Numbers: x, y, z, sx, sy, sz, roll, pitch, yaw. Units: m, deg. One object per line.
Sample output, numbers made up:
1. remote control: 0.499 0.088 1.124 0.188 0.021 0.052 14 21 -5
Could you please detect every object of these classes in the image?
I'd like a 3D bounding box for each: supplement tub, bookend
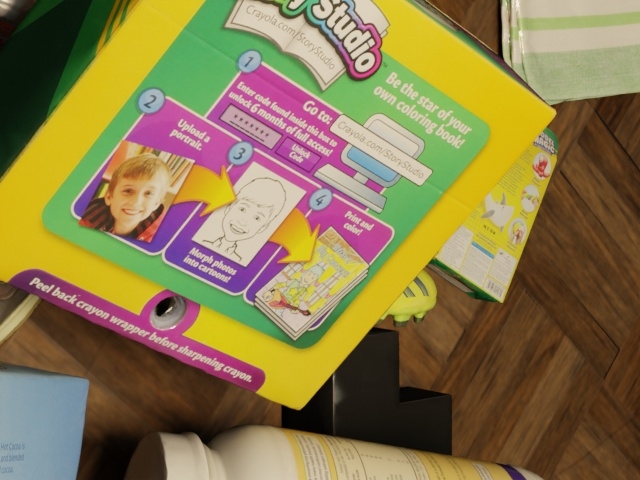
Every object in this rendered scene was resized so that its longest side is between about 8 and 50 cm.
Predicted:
1. supplement tub: 0.011 0.275 1.349 0.331 0.241 0.241 12 86 -17
2. bookend: 0.047 0.140 1.529 0.156 0.072 0.157 -6 97 -39

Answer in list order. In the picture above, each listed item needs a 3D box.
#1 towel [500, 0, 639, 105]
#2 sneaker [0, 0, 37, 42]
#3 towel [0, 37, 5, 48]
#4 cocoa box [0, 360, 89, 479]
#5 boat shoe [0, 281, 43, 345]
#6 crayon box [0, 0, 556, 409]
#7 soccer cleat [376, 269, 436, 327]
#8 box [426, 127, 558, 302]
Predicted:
1. towel: 0.263 -0.301 1.704 0.247 0.038 0.325 -11 101 -40
2. sneaker: -0.136 -0.205 1.280 0.321 0.124 0.180 25 78 -46
3. towel: -0.259 -0.159 1.274 0.144 0.029 0.197 -11 101 -39
4. cocoa box: -0.318 0.171 1.026 0.347 0.231 0.228 20 77 -74
5. boat shoe: -0.241 0.022 1.277 0.223 0.080 0.073 -45 115 -35
6. crayon box: -0.054 -0.070 1.229 0.363 0.106 0.313 29 105 -43
7. soccer cleat: 0.000 0.000 1.464 0.289 0.093 0.121 16 86 -39
8. box: 0.160 -0.043 1.633 0.105 0.043 0.179 34 74 -37
